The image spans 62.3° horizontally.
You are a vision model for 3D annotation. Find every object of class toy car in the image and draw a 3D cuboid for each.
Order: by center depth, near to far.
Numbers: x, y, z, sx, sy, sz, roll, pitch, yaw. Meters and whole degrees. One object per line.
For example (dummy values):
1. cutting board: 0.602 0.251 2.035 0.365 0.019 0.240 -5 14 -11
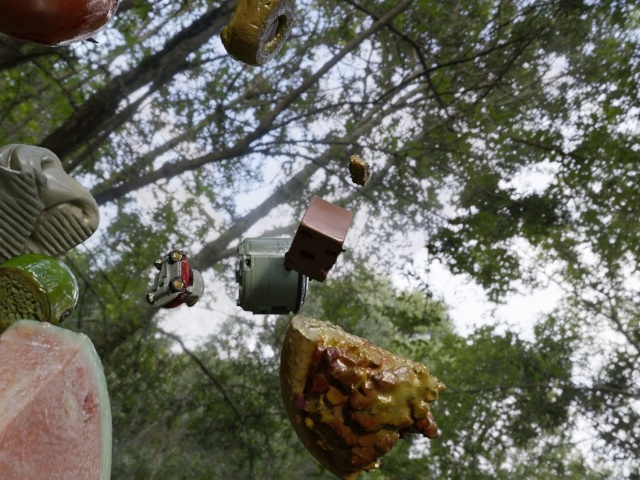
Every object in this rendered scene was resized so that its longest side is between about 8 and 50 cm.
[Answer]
1. toy car: -0.320 0.097 1.218 0.112 0.139 0.112 -26 -37 36

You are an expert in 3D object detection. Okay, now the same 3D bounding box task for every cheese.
1. cheese: 0.011 -0.025 1.340 0.128 0.177 0.203 24 -35 0

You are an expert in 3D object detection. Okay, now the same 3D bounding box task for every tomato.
1. tomato: -0.476 -0.461 0.904 0.256 0.256 0.224 50 -45 -7

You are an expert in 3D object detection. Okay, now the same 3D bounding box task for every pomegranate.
1. pomegranate: -0.680 0.123 1.235 0.241 0.159 0.189 -11 -76 12

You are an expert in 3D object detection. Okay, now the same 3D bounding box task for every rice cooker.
1. rice cooker: -0.137 0.104 1.596 0.280 0.227 0.241 114 -26 -61

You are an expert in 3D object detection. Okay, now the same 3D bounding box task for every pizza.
1. pizza: 0.062 0.227 0.735 0.081 0.229 0.289 -81 158 -70

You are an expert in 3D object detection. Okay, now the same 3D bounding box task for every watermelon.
1. watermelon: -0.415 0.285 0.796 0.250 0.283 0.293 16 5 -39

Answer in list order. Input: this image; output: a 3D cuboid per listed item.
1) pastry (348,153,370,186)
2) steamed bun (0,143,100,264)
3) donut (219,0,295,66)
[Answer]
1. pastry: 0.136 -0.246 1.868 0.080 0.056 0.140 22 -23 10
2. steamed bun: -0.802 -0.079 1.343 0.255 0.368 0.342 39 -16 31
3. donut: -0.182 -0.658 1.619 0.128 0.261 0.208 33 7 16
